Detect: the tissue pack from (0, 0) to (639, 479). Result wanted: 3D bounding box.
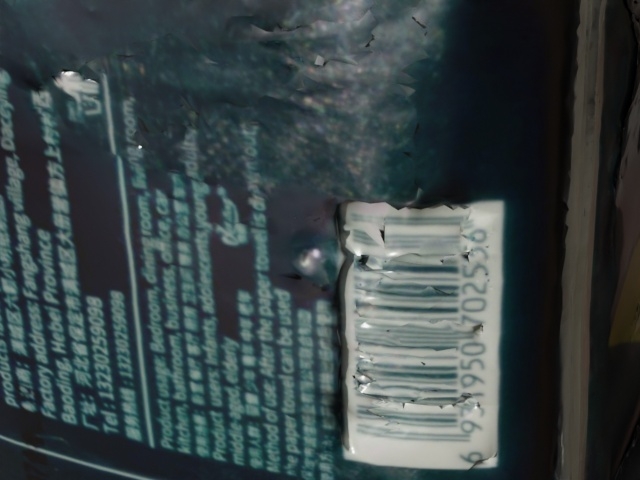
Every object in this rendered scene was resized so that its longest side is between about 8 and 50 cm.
[{"bbox_3d":[0.000,0.000,0.653,0.264,0.253,0.416,8,122,19],"label":"tissue pack"}]
